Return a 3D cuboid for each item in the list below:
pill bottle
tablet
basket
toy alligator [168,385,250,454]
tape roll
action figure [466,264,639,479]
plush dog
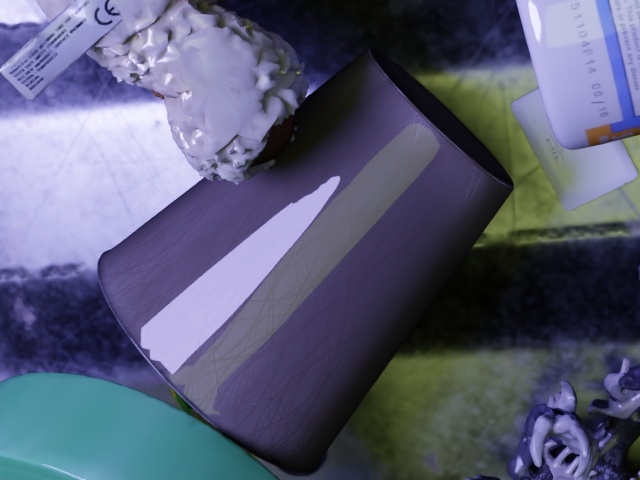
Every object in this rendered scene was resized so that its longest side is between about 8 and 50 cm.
[{"bbox_3d":[0.252,-0.154,0.651,0.272,0.152,0.152,-13,100,16],"label":"pill bottle"},{"bbox_3d":[0.168,-0.067,0.767,0.054,0.006,0.083,-27,97,17],"label":"tablet"},{"bbox_3d":[0.000,0.000,0.750,0.204,0.154,0.227,45,104,7],"label":"basket"},{"bbox_3d":[-0.079,0.103,0.820,0.051,0.056,0.189,-31,127,-12],"label":"toy alligator"},{"bbox_3d":[-0.129,0.232,0.794,0.321,0.077,0.321,17,134,18],"label":"tape roll"},{"bbox_3d":[0.202,0.139,0.741,0.164,0.141,0.275,24,106,-6],"label":"action figure"},{"bbox_3d":[-0.104,-0.185,0.689,0.211,0.225,0.262,8,105,-12],"label":"plush dog"}]
